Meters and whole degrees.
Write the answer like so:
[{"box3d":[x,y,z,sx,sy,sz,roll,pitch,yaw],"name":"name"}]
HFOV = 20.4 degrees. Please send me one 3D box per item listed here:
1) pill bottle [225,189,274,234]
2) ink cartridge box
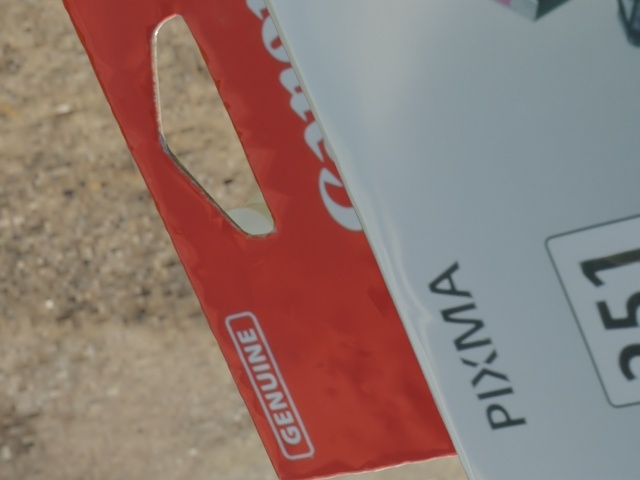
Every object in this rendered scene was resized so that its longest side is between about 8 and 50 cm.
[{"box3d":[0.000,0.000,1.178,0.086,0.086,0.152,-38,164,37],"name":"pill bottle"},{"box3d":[0.015,-0.046,0.533,0.239,0.275,0.060,-15,-166,35],"name":"ink cartridge box"}]
